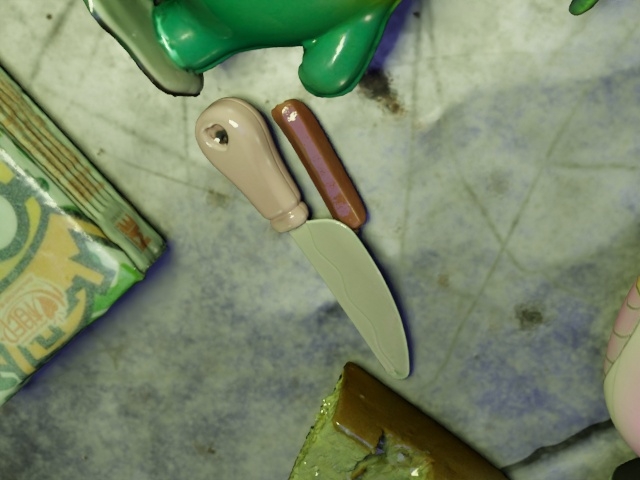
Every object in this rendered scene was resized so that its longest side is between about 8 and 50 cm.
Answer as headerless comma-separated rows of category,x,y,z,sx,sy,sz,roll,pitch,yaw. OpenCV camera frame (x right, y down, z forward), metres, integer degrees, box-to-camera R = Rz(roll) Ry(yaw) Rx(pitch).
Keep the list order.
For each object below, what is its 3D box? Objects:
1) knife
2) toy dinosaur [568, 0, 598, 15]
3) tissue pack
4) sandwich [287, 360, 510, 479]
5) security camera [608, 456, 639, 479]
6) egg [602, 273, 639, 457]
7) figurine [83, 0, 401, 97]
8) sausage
knife,0.002,-0.001,1.189,0.081,0.043,0.336,-26,109,41
toy dinosaur,0.100,-0.456,0.986,0.375,0.144,0.499,11,104,8
tissue pack,-0.335,-0.023,1.176,0.228,0.128,0.311,-40,99,18
sandwich,0.088,0.243,1.221,0.236,0.128,0.122,33,116,-4
security camera,0.283,0.358,1.213,0.191,0.197,0.277,40,116,-7
egg,0.361,0.086,1.104,0.196,0.196,0.271,8,106,4
figurine,-0.026,-0.280,1.009,0.340,0.231,0.323,-29,97,20
sausage,0.001,-0.070,1.174,0.030,0.035,0.147,-17,110,42
